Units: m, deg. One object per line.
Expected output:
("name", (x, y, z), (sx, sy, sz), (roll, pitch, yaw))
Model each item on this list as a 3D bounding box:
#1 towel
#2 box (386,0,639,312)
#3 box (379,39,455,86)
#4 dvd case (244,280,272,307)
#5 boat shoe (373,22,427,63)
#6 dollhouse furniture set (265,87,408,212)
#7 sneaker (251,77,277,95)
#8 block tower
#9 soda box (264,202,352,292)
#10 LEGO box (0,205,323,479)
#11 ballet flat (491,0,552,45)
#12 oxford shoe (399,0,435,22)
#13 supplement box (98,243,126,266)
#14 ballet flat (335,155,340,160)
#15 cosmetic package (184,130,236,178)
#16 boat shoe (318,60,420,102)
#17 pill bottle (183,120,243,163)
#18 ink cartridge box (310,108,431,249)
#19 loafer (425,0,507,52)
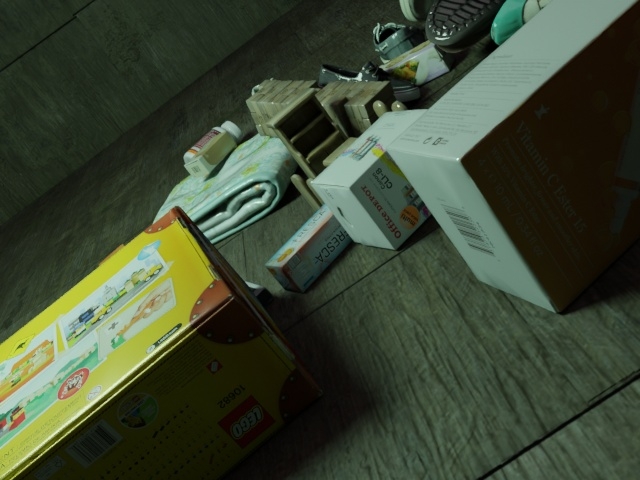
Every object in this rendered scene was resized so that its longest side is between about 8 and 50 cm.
("towel", (-0.199, -0.112, 1.873), (0.375, 0.090, 0.320), (-27, 25, 26))
("box", (0.286, -0.125, 0.966), (0.345, 0.215, 0.168), (-42, 22, -9))
("box", (0.127, -0.325, 1.824), (0.324, 0.063, 0.067), (-22, 24, 34))
("dvd case", (-0.196, 0.133, 1.452), (0.179, 0.029, 0.239), (-46, 22, -18))
("boat shoe", (0.175, -0.459, 1.971), (0.116, 0.099, 0.319), (-34, 22, 10))
("dollhouse furniture set", (0.026, -0.174, 1.543), (0.212, 0.161, 0.242), (-42, 22, -12))
("sneaker", (-0.110, -0.371, 2.249), (0.094, 0.091, 0.258), (-47, 23, -21))
("block tower", (-0.004, -0.262, 1.751), (0.336, 0.090, 0.097), (11, 45, 42))
("soda box", (0.000, 0.000, 1.374), (0.183, 0.058, 0.063), (-45, 23, -21))
("LEGO box", (-0.297, 0.222, 1.167), (0.500, 0.193, 0.372), (-39, 27, -3))
("ballet flat", (0.418, -0.450, 1.608), (0.247, 0.083, 0.087), (-46, 37, -15))
("oxford shoe", (0.358, -0.688, 2.091), (0.449, 0.169, 0.130), (-44, 41, -18))
("supplement box", (-0.409, 0.083, 1.821), (0.080, 0.078, 0.233), (-40, 21, -6))
("ballet flat", (0.118, -0.130, 1.419), (0.203, 0.074, 0.074), (-20, 18, -15))
("cosmetic package", (-0.246, -0.192, 1.946), (0.060, 0.041, 0.115), (-17, 27, 44))
("boat shoe", (0.094, -0.323, 1.753), (0.229, 0.076, 0.080), (13, 28, 35))
("pill bottle", (-0.272, -0.236, 2.237), (0.152, 0.086, 0.086), (-47, 23, -21))
("ink cartridge box", (0.104, -0.091, 1.299), (0.176, 0.128, 0.127), (-45, 23, -15))
("loafer", (0.356, -0.472, 1.706), (0.366, 0.130, 0.134), (-41, 49, -16))
